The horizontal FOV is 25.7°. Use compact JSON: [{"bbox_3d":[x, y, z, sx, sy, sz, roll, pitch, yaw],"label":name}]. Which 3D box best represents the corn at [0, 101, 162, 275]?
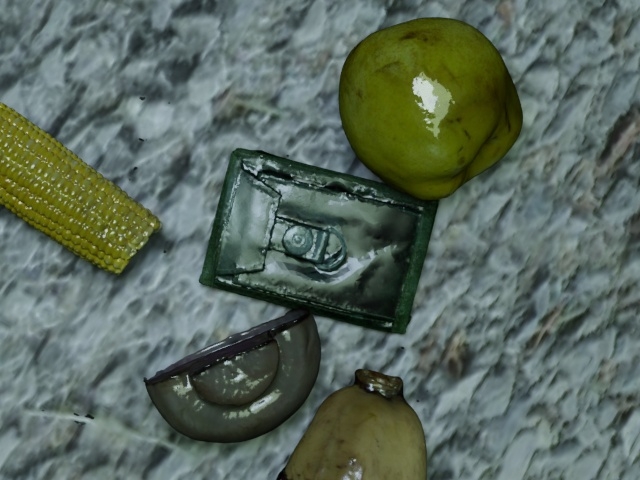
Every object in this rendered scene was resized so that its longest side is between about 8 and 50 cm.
[{"bbox_3d":[-0.288,-0.057,1.493,0.244,0.093,0.093,36,81,2],"label":"corn"}]

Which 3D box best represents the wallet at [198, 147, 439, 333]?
[{"bbox_3d":[0.000,0.000,1.526,0.236,0.055,0.160,14,88,-2],"label":"wallet"}]

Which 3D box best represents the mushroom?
[{"bbox_3d":[-0.078,0.147,1.460,0.188,0.141,0.117,-27,107,-4],"label":"mushroom"}]

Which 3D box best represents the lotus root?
[{"bbox_3d":[0.029,0.259,1.447,0.154,0.140,0.257,16,75,-8],"label":"lotus root"}]

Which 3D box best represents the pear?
[{"bbox_3d":[0.112,-0.146,1.487,0.200,0.200,0.200,1,82,-4],"label":"pear"}]
